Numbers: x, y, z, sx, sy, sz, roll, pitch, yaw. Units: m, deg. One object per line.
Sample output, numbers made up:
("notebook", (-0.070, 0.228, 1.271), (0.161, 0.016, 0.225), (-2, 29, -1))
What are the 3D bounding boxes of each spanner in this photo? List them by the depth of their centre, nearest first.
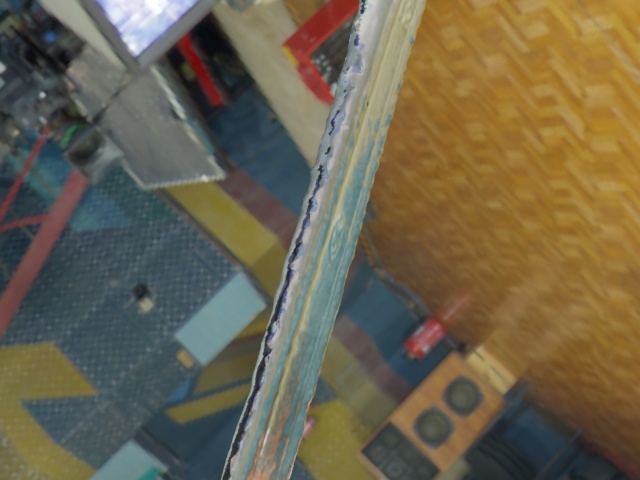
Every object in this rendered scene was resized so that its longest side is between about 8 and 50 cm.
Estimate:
("spanner", (0.000, 0.000, 0.344), (0.018, 0.301, 0.071), (8, 162, 24))
